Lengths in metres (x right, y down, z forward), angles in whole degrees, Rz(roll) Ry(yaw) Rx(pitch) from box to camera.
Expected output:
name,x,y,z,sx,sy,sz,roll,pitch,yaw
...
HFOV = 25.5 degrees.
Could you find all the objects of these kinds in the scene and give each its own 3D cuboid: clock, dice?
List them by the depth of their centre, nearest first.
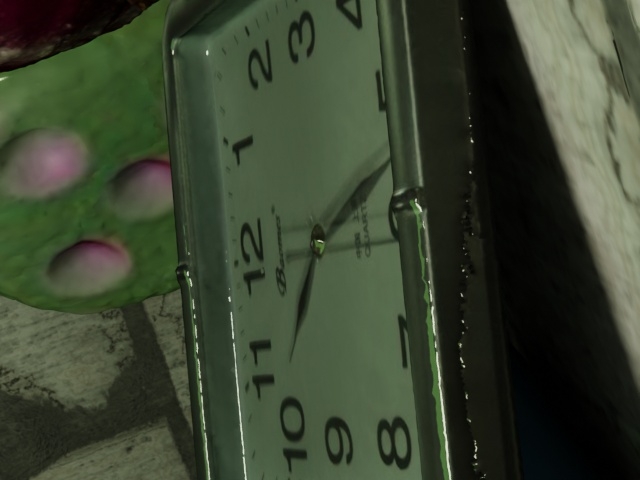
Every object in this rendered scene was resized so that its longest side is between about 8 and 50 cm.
name,x,y,z,sx,sy,sz,roll,pitch,yaw
clock,0.001,0.000,0.591,0.279,0.049,0.273,164,102,-67
dice,-0.189,-0.155,1.202,0.318,0.330,0.322,77,174,-52

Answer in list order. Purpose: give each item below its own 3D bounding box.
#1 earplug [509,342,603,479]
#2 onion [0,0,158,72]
name,x,y,z,sx,sy,sz,roll,pitch,yaw
earplug,0.072,0.131,0.620,0.273,0.132,0.132,-110,2,-57
onion,-0.154,-0.253,0.631,0.385,0.347,0.348,-18,94,51
